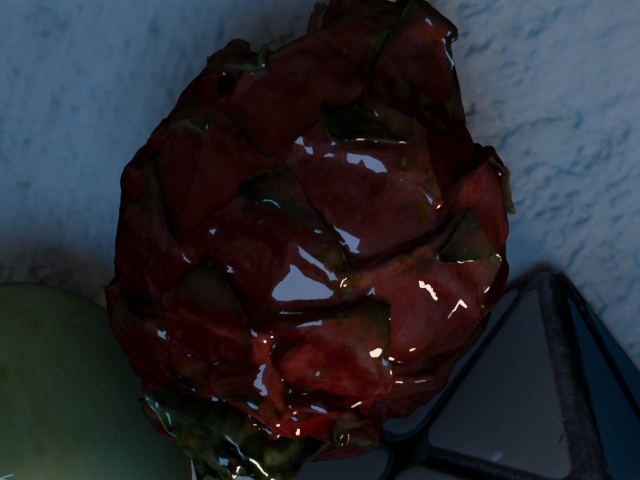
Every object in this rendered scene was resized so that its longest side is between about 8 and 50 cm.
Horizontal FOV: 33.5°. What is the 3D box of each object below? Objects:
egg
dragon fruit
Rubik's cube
[{"bbox_3d":[-0.197,0.163,0.751,0.218,0.218,0.295,-14,130,14],"label":"egg"},{"bbox_3d":[0.000,0.000,0.622,0.244,0.244,0.299,28,95,-10],"label":"dragon fruit"},{"bbox_3d":[0.135,0.220,0.720,0.254,0.260,0.259,-34,114,24],"label":"Rubik's cube"}]
